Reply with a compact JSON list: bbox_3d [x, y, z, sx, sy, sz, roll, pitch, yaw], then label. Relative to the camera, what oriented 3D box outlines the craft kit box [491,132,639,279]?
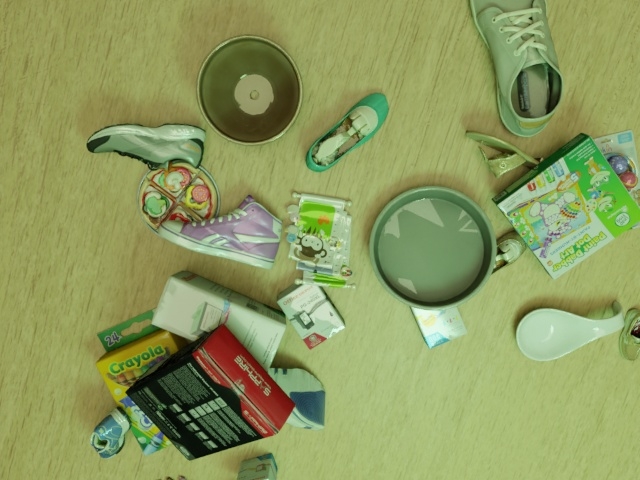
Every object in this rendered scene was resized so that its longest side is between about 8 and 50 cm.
[{"bbox_3d":[0.572,-0.074,1.299,0.250,0.061,0.246,-39,108,13],"label":"craft kit box"}]

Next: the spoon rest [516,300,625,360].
[{"bbox_3d":[0.621,0.215,1.384,0.276,0.084,0.137,-15,99,1],"label":"spoon rest"}]

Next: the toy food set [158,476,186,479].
[{"bbox_3d":[-0.384,0.658,1.482,0.122,0.019,0.078,8,99,6],"label":"toy food set"}]

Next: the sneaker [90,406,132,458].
[{"bbox_3d":[-0.533,0.487,1.384,0.080,0.081,0.211,41,132,15],"label":"sneaker"}]

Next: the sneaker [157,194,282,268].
[{"bbox_3d":[-0.229,-0.042,1.324,0.282,0.102,0.161,14,96,-19],"label":"sneaker"}]

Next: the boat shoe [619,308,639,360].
[{"bbox_3d":[0.788,0.242,1.408,0.050,0.045,0.135,0,99,0],"label":"boat shoe"}]

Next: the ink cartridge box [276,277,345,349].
[{"bbox_3d":[-0.024,0.174,1.380,0.109,0.063,0.150,-33,98,5],"label":"ink cartridge box"}]

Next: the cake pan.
[{"bbox_3d":[0.262,0.019,1.327,0.293,0.054,0.293,-1,84,7],"label":"cake pan"}]

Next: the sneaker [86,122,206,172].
[{"bbox_3d":[-0.402,-0.211,1.289,0.271,0.100,0.108,-1,92,-1],"label":"sneaker"}]

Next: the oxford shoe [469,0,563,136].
[{"bbox_3d":[0.444,-0.456,1.249,0.169,0.130,0.449,-13,98,3],"label":"oxford shoe"}]

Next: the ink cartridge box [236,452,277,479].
[{"bbox_3d":[-0.161,0.603,1.421,0.088,0.122,0.052,-16,100,2],"label":"ink cartridge box"}]

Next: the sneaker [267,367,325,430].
[{"bbox_3d":[-0.149,0.384,1.389,0.315,0.127,0.182,29,139,-28],"label":"sneaker"}]

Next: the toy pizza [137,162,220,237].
[{"bbox_3d":[-0.344,-0.095,1.349,0.201,0.032,0.201,0,100,0],"label":"toy pizza"}]

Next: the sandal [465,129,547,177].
[{"bbox_3d":[0.440,-0.179,1.314,0.240,0.088,0.079,20,93,-9],"label":"sandal"}]

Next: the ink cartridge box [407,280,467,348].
[{"bbox_3d":[0.275,0.161,1.382,0.104,0.061,0.181,-25,98,3],"label":"ink cartridge box"}]

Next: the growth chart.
[{"bbox_3d":[0.000,0.000,1.344,0.172,0.021,0.237,0,81,-4],"label":"growth chart"}]

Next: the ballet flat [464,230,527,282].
[{"bbox_3d":[0.428,0.048,1.361,0.206,0.067,0.073,-37,97,5],"label":"ballet flat"}]

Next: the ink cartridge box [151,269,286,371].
[{"bbox_3d":[-0.227,0.180,1.303,0.278,0.201,0.117,24,89,-4],"label":"ink cartridge box"}]

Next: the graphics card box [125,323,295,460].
[{"bbox_3d":[-0.249,0.341,1.211,0.233,0.094,0.371,49,132,-7],"label":"graphics card box"}]

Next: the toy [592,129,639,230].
[{"bbox_3d":[0.711,-0.134,1.340,0.136,0.056,0.237,-13,99,0],"label":"toy"}]

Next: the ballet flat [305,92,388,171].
[{"bbox_3d":[0.066,-0.247,1.299,0.247,0.087,0.083,-41,97,6],"label":"ballet flat"}]

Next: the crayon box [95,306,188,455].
[{"bbox_3d":[-0.410,0.347,1.397,0.203,0.083,0.323,-24,98,3],"label":"crayon box"}]

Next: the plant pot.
[{"bbox_3d":[-0.156,-0.333,1.272,0.237,0.110,0.237,0,99,-1],"label":"plant pot"}]
